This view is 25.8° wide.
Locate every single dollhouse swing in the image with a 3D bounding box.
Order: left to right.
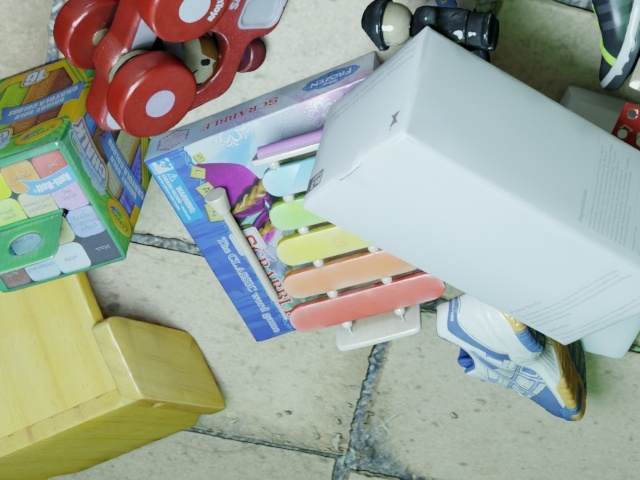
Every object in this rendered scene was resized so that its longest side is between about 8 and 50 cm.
[{"bbox_3d":[-0.382,0.146,1.966,0.347,0.305,0.315,-25,160,21],"label":"dollhouse swing"}]

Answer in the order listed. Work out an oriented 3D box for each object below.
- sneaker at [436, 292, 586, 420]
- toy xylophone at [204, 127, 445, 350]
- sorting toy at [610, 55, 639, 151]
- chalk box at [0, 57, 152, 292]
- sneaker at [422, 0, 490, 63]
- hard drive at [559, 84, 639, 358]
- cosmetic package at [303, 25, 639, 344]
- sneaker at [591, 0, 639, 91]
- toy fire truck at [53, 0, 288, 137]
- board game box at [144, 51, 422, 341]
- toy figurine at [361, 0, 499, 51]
[{"bbox_3d":[0.250,0.142,1.798,0.131,0.111,0.296,-13,139,27],"label":"sneaker"},{"bbox_3d":[0.000,0.000,1.729,0.236,0.081,0.322,-22,120,20],"label":"toy xylophone"},{"bbox_3d":[0.431,-0.204,1.579,0.132,0.046,0.274,22,99,6],"label":"sorting toy"},{"bbox_3d":[-0.331,-0.068,1.669,0.180,0.289,0.179,-16,122,16],"label":"chalk box"},{"bbox_3d":[0.165,-0.232,1.652,0.059,0.053,0.144,-16,113,15],"label":"sneaker"},{"bbox_3d":[0.354,-0.014,1.781,0.233,0.047,0.353,15,124,-10],"label":"hard drive"},{"bbox_3d":[0.201,-0.049,1.549,0.385,0.156,0.217,30,147,-20],"label":"cosmetic package"},{"bbox_3d":[0.342,-0.287,1.595,0.097,0.084,0.234,23,127,19],"label":"sneaker"},{"bbox_3d":[-0.142,-0.255,1.577,0.254,0.169,0.302,-9,135,-40],"label":"toy fire truck"},{"bbox_3d":[-0.010,-0.045,1.790,0.318,0.066,0.318,-20,121,18],"label":"board game box"},{"bbox_3d":[0.129,-0.321,1.500,0.148,0.209,0.213,7,133,21],"label":"toy figurine"}]
